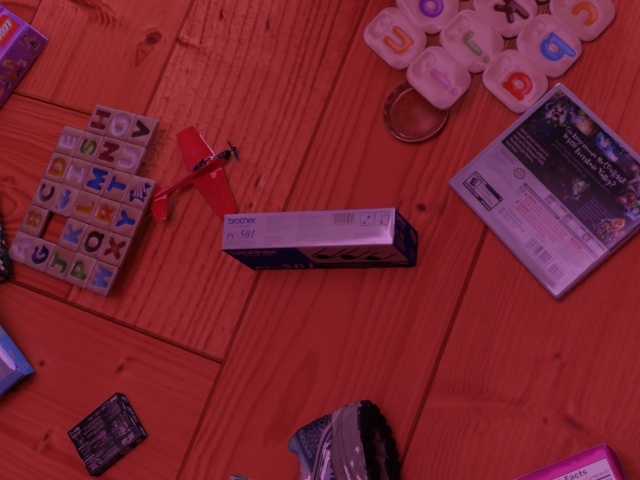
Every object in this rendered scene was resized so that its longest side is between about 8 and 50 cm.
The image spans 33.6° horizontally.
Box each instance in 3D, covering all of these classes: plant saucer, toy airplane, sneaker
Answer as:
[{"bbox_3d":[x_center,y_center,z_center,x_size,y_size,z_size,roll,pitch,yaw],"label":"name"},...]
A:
[{"bbox_3d":[0.115,-0.155,1.272,0.083,0.013,0.084,-6,71,19],"label":"plant saucer"},{"bbox_3d":[-0.170,-0.079,1.351,0.151,0.028,0.151,-7,70,20],"label":"toy airplane"},{"bbox_3d":[0.028,0.319,1.123,0.122,0.110,0.283,-20,60,27],"label":"sneaker"}]

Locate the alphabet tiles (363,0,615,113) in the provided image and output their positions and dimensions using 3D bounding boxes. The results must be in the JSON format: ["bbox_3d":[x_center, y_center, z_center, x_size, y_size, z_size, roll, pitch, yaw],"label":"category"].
[{"bbox_3d":[0.190,-0.296,1.245,0.278,0.021,0.284,43,91,9],"label":"alphabet tiles"}]

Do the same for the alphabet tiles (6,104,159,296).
[{"bbox_3d":[-0.300,-0.061,1.391,0.198,0.009,0.237,17,81,34],"label":"alphabet tiles"}]

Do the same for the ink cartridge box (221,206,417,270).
[{"bbox_3d":[0.000,0.000,1.222,0.207,0.097,0.046,-2,73,20],"label":"ink cartridge box"}]

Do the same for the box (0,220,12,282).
[{"bbox_3d":[-0.540,0.021,1.450,0.233,0.044,0.159,-24,66,15],"label":"box"}]

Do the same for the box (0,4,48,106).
[{"bbox_3d":[-0.552,-0.225,1.529,0.201,0.057,0.293,35,88,27],"label":"box"}]

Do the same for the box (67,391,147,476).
[{"bbox_3d":[-0.260,0.237,1.293,0.083,0.018,0.067,-40,64,6],"label":"box"}]

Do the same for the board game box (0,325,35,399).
[{"bbox_3d":[-0.499,0.173,1.368,0.211,0.039,0.160,-39,85,5],"label":"board game box"}]

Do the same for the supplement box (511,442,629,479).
[{"bbox_3d":[0.274,0.318,1.009,0.114,0.111,0.220,-25,66,13],"label":"supplement box"}]

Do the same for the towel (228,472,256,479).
[{"bbox_3d":[-0.090,0.313,1.208,0.060,0.009,0.083,13,79,25],"label":"towel"}]

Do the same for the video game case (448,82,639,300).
[{"bbox_3d":[0.266,-0.057,1.179,0.173,0.022,0.190,-42,63,5],"label":"video game case"}]
